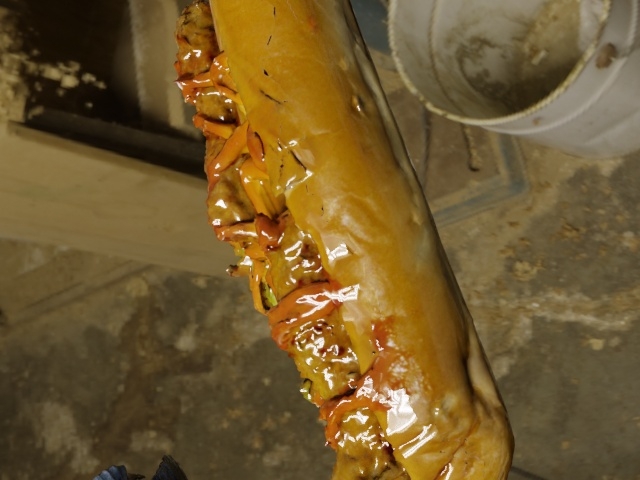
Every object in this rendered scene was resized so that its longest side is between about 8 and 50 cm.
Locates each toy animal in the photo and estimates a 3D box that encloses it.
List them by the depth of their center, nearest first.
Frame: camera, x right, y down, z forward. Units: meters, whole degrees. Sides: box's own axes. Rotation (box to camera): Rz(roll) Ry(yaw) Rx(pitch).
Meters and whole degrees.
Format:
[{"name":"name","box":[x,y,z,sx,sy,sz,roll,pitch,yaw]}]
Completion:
[{"name":"toy animal","box":[-0.269,0.426,1.370,0.179,0.218,0.116,46,156,18]}]

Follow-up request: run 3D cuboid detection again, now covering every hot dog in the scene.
[{"name":"hot dog","box":[0.000,0.000,0.534,0.117,0.158,0.349,-20,89,-4]}]
